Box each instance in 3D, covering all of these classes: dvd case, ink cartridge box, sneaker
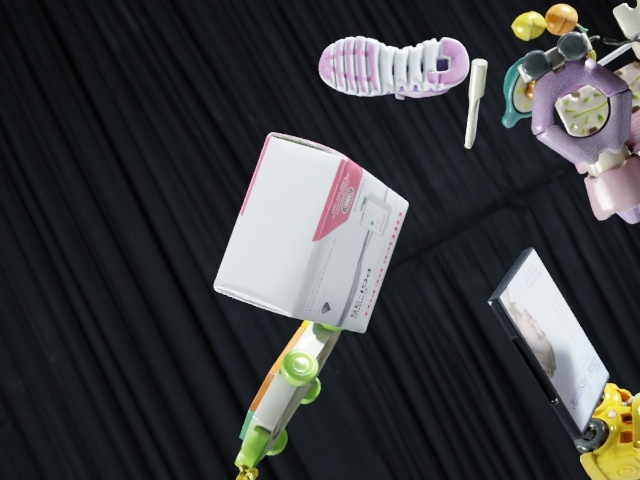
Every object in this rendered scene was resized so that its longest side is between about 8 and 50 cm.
[{"bbox_3d":[0.354,0.154,1.516,0.022,0.253,0.180,-27,9,37],"label":"dvd case"},{"bbox_3d":[0.000,0.000,1.302,0.117,0.207,0.283,18,-2,23],"label":"ink cartridge box"},{"bbox_3d":[0.117,-0.267,1.589,0.236,0.095,0.104,2,-6,6],"label":"sneaker"}]

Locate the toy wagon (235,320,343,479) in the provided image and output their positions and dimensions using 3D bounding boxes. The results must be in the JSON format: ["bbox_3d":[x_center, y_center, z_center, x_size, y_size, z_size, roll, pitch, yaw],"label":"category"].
[{"bbox_3d":[-0.054,0.246,1.587,0.344,0.068,0.267,-53,-11,-38],"label":"toy wagon"}]

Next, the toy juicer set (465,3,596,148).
[{"bbox_3d":[0.409,-0.335,1.956,0.329,0.089,0.209,-37,-44,-14],"label":"toy juicer set"}]

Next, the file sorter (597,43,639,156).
[{"bbox_3d":[0.492,-0.130,1.320,0.173,0.193,0.278,-32,-48,9],"label":"file sorter"}]

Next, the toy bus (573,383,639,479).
[{"bbox_3d":[0.653,0.389,2.073,0.211,0.149,0.220,-25,34,34],"label":"toy bus"}]

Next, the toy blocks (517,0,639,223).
[{"bbox_3d":[0.360,-0.101,0.883,0.288,0.260,0.309,-26,0,17],"label":"toy blocks"}]
